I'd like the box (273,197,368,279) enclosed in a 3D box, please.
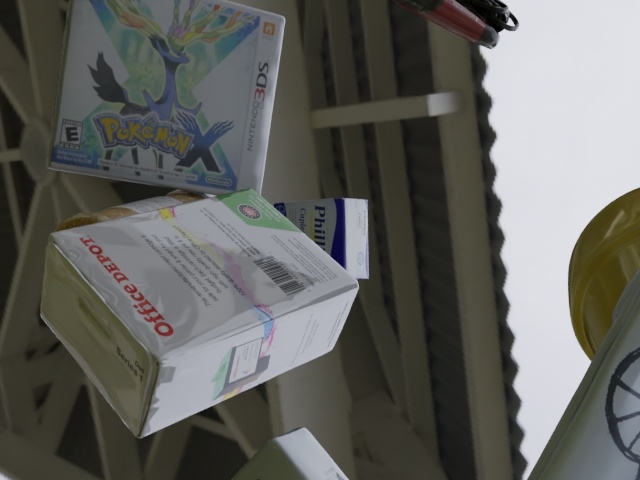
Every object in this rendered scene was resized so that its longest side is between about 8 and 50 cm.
[{"bbox_3d":[0.000,0.000,1.244,0.137,0.072,0.126,-3,-94,35],"label":"box"}]

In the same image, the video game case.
[{"bbox_3d":[-0.224,-0.230,1.209,0.036,0.329,0.300,8,-90,63],"label":"video game case"}]

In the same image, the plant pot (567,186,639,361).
[{"bbox_3d":[0.384,0.096,0.815,0.254,0.239,0.254,8,-58,13],"label":"plant pot"}]

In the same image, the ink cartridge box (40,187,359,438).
[{"bbox_3d":[-0.131,0.063,0.872,0.201,0.278,0.117,41,-52,29],"label":"ink cartridge box"}]

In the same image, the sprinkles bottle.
[{"bbox_3d":[-0.243,-0.002,1.144,0.121,0.355,0.121,2,-81,14],"label":"sprinkles bottle"}]

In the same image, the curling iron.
[{"bbox_3d":[0.014,-0.193,0.534,0.035,0.274,0.068,-61,-158,26],"label":"curling iron"}]

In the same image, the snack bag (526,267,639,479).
[{"bbox_3d":[0.274,0.120,0.470,0.342,0.323,0.037,-59,-159,-6],"label":"snack bag"}]

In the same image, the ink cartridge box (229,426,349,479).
[{"bbox_3d":[-0.036,0.330,0.638,0.239,0.060,0.275,47,-73,18],"label":"ink cartridge box"}]
